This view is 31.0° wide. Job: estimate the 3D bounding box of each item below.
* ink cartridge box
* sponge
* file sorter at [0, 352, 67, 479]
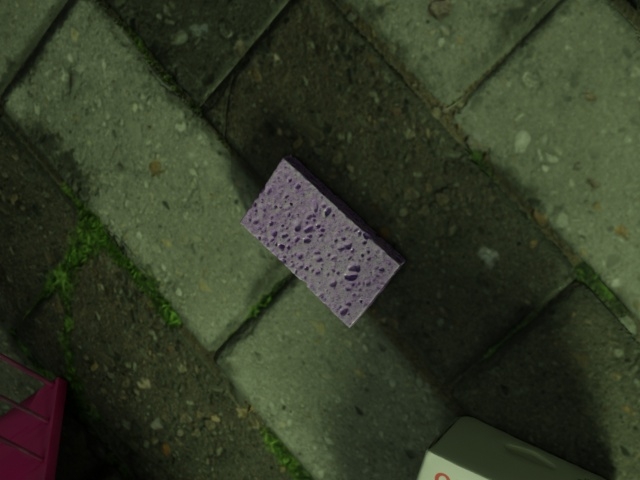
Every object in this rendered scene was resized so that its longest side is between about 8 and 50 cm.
[{"bbox_3d":[0.208,0.410,1.446,0.226,0.131,0.306,22,112,20],"label":"ink cartridge box"},{"bbox_3d":[0.000,0.000,1.507,0.210,0.031,0.117,43,116,11],"label":"sponge"},{"bbox_3d":[-0.513,0.326,1.665,0.202,0.290,0.182,-34,129,28],"label":"file sorter"}]
